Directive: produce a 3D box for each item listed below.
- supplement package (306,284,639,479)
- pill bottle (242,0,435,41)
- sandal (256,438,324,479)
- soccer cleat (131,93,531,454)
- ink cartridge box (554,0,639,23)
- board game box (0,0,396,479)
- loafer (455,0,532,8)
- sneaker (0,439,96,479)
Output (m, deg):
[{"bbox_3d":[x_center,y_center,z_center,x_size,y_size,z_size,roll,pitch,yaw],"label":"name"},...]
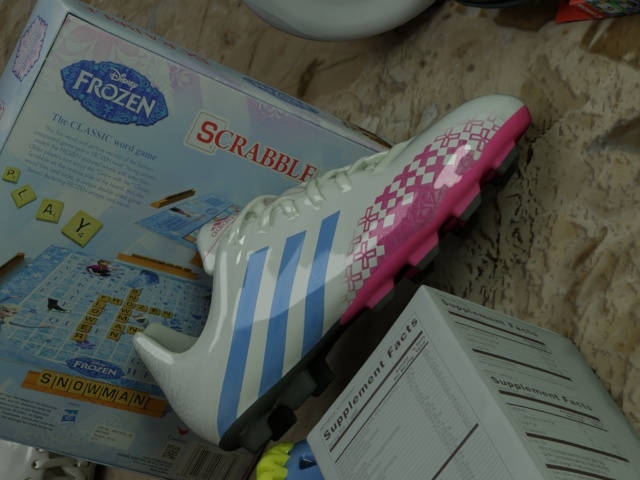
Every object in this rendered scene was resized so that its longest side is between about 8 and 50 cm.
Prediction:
[{"bbox_3d":[0.114,0.163,0.817,0.139,0.133,0.244,-54,37,22],"label":"supplement package"},{"bbox_3d":[-0.014,-0.350,1.201,0.210,0.210,0.363,-49,39,27],"label":"pill bottle"},{"bbox_3d":[0.025,0.241,0.928,0.317,0.138,0.126,-102,7,-60],"label":"sandal"},{"bbox_3d":[0.000,0.000,0.999,0.143,0.116,0.331,43,98,8],"label":"soccer cleat"},{"bbox_3d":[0.199,-0.187,0.976,0.115,0.029,0.063,1,73,54],"label":"ink cartridge box"},{"bbox_3d":[-0.129,0.017,1.072,0.318,0.318,0.066,-60,34,11],"label":"board game box"},{"bbox_3d":[0.153,-0.224,0.959,0.267,0.084,0.096,-3,69,55],"label":"loafer"},{"bbox_3d":[-0.249,0.168,1.347,0.123,0.105,0.290,-38,44,42],"label":"sneaker"}]
